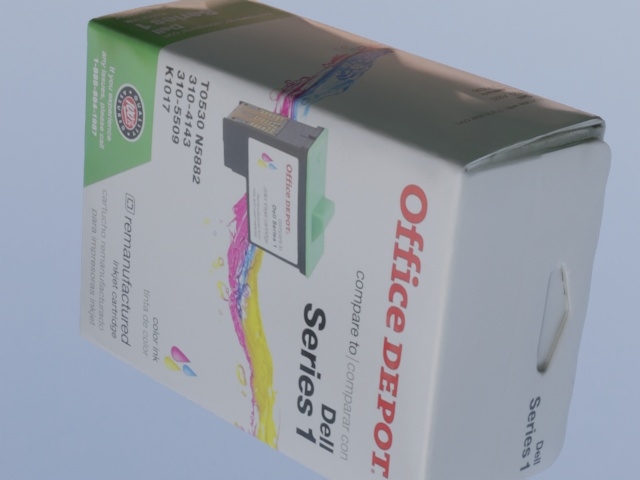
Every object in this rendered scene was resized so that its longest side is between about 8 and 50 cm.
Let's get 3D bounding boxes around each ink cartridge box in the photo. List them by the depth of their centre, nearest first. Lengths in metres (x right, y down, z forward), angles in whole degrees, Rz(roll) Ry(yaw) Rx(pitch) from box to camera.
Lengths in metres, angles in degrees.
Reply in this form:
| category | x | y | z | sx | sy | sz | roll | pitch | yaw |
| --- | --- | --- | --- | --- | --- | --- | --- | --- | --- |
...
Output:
| category | x | y | z | sx | sy | sz | roll | pitch | yaw |
| --- | --- | --- | --- | --- | --- | --- | --- | --- | --- |
| ink cartridge box | 0.000 | 0.000 | 0.912 | 0.278 | 0.201 | 0.117 | 24 | -151 | 39 |
